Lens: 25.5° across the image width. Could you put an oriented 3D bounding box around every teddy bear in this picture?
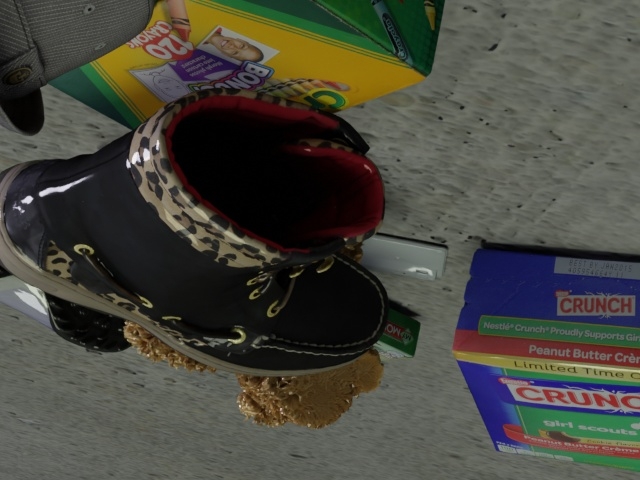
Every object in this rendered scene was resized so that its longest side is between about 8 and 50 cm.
[{"bbox_3d":[-0.080,0.042,1.367,0.338,0.245,0.113,30,-165,-27],"label":"teddy bear"}]

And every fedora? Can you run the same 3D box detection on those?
[{"bbox_3d":[-0.178,-0.197,0.868,0.124,0.244,0.275,-17,152,-4],"label":"fedora"}]

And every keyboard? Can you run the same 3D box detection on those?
[{"bbox_3d":[0.000,0.000,1.430,0.256,0.014,0.072,10,152,6],"label":"keyboard"}]

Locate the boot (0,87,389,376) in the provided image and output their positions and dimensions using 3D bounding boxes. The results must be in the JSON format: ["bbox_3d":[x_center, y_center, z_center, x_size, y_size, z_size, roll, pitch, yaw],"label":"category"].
[{"bbox_3d":[-0.046,0.003,1.124,0.377,0.138,0.284,24,156,-28],"label":"boot"}]

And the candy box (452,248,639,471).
[{"bbox_3d":[0.295,0.133,1.434,0.268,0.122,0.317,5,154,18],"label":"candy box"}]

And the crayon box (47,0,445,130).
[{"bbox_3d":[-0.067,-0.152,1.025,0.165,0.081,0.278,29,152,-33],"label":"crayon box"}]

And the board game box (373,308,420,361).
[{"bbox_3d":[-0.076,0.067,1.554,0.317,0.046,0.213,26,155,-33],"label":"board game box"}]

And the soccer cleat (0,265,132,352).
[{"bbox_3d":[-0.330,0.030,1.577,0.318,0.109,0.116,30,171,-37],"label":"soccer cleat"}]
